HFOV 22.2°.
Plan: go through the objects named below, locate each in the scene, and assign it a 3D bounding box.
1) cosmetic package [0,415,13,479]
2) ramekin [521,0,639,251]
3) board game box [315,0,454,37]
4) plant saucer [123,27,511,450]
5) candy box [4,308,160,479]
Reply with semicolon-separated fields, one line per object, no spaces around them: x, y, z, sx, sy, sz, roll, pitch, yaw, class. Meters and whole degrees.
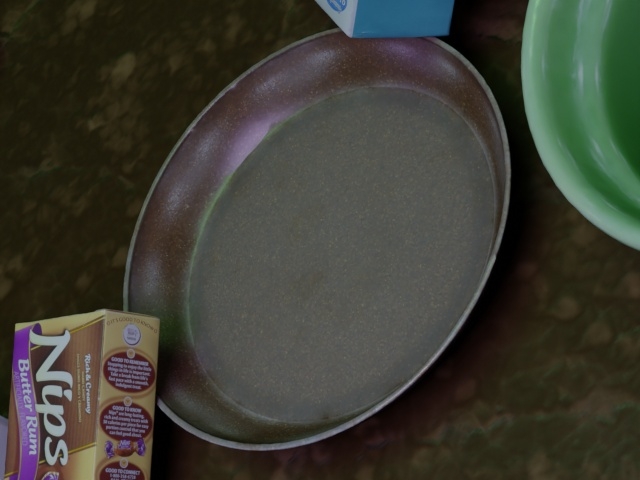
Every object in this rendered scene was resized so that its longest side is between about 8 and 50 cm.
-0.354;0.287;1.137;0.217;0.156;0.384;0;67;39;cosmetic package
0.271;-0.111;0.863;0.303;0.148;0.303;-22;57;38;ramekin
0.028;-0.340;1.090;0.254;0.079;0.336;-126;38;-52;board game box
0.000;0.000;1.102;0.311;0.050;0.310;-17;56;28;plant saucer
-0.164;0.145;1.106;0.109;0.053;0.186;-10;74;46;candy box
